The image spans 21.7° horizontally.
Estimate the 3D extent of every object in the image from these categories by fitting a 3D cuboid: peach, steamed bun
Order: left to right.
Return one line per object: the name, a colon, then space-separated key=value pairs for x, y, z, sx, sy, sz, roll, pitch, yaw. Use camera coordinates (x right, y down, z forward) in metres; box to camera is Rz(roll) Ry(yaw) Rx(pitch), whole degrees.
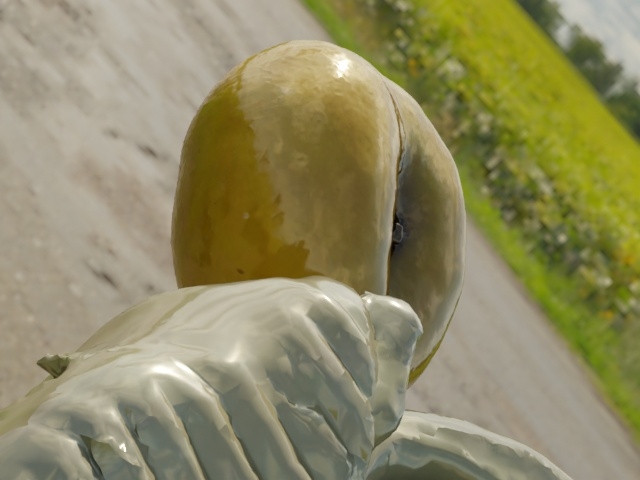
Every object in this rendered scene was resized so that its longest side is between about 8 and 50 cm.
steamed bun: x=-0.053 y=0.187 z=0.548 sx=0.310 sy=0.219 sz=0.324 roll=46 pitch=53 yaw=-18
peach: x=0.000 y=0.000 z=0.751 sx=0.103 sy=0.179 sz=0.179 roll=4 pitch=-13 yaw=28
